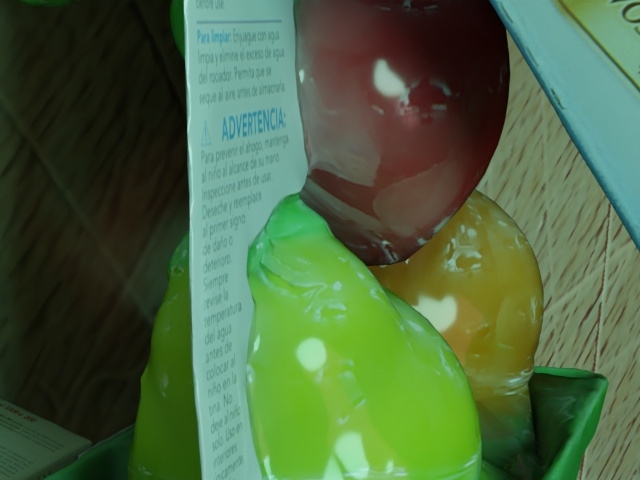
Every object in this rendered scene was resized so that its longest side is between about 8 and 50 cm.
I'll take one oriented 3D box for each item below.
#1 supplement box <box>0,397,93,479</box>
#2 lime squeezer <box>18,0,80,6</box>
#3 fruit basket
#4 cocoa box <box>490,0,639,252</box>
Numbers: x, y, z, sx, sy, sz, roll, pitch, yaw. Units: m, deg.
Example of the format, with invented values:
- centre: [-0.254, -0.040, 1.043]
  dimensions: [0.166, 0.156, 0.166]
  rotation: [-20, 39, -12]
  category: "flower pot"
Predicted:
- centre: [-0.130, 0.093, 0.543]
  dimensions: [0.098, 0.062, 0.036]
  rotation: [-27, 123, -40]
  category: "supplement box"
- centre: [-0.094, -0.143, 0.500]
  dimensions: [0.310, 0.059, 0.110]
  rotation: [43, 71, -47]
  category: "lime squeezer"
- centre: [0.000, 0.000, 0.567]
  dimensions: [0.327, 0.165, 0.353]
  rotation: [-27, 111, -72]
  category: "fruit basket"
- centre: [0.094, -0.216, 0.439]
  dimensions: [0.228, 0.231, 0.347]
  rotation: [-28, 121, 14]
  category: "cocoa box"
